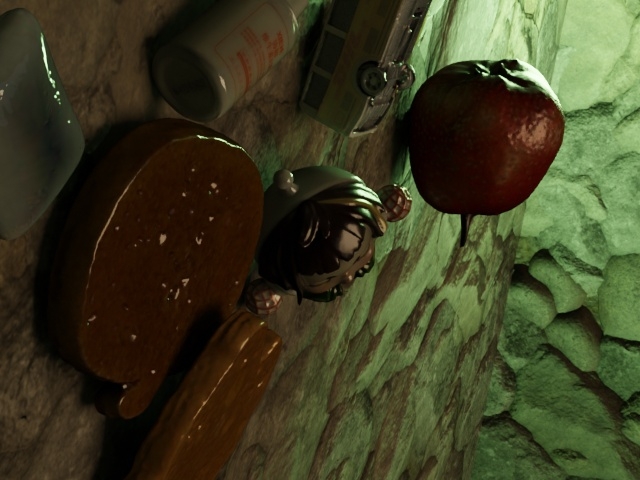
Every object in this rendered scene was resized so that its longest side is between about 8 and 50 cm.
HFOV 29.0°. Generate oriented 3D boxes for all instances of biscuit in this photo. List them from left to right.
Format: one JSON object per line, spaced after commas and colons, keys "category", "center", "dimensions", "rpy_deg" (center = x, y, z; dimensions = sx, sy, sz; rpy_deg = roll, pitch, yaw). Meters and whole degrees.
{"category": "biscuit", "center": [-0.189, 0.031, 1.404], "dimensions": [0.350, 0.070, 0.394], "rpy_deg": [-70, 161, -2]}
{"category": "biscuit", "center": [-0.154, 0.236, 1.564], "dimensions": [0.351, 0.057, 0.312], "rpy_deg": [-63, 169, 11]}

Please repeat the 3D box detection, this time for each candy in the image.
{"category": "candy", "center": [-0.271, -0.099, 1.082], "dimensions": [0.174, 0.071, 0.138], "rpy_deg": [77, 34, -50]}

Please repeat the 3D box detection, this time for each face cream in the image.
{"category": "face cream", "center": [-0.082, -0.240, 1.416], "dimensions": [0.251, 0.101, 0.101], "rpy_deg": [-48, 148, -39]}

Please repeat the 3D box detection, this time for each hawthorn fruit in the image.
{"category": "hawthorn fruit", "center": [0.293, -0.157, 2.275], "dimensions": [0.285, 0.285, 0.369], "rpy_deg": [-31, 136, -63]}

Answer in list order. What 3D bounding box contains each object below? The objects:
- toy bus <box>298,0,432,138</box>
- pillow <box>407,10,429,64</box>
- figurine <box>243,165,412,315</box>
{"category": "toy bus", "center": [0.084, -0.313, 1.718], "dimensions": [0.097, 0.138, 0.342], "rpy_deg": [-20, 135, -55]}
{"category": "pillow", "center": [0.120, -0.331, 1.995], "dimensions": [0.214, 0.086, 0.233], "rpy_deg": [90, 19, -62]}
{"category": "figurine", "center": [0.000, 0.000, 1.771], "dimensions": [0.281, 0.167, 0.370], "rpy_deg": [-36, 165, -2]}
